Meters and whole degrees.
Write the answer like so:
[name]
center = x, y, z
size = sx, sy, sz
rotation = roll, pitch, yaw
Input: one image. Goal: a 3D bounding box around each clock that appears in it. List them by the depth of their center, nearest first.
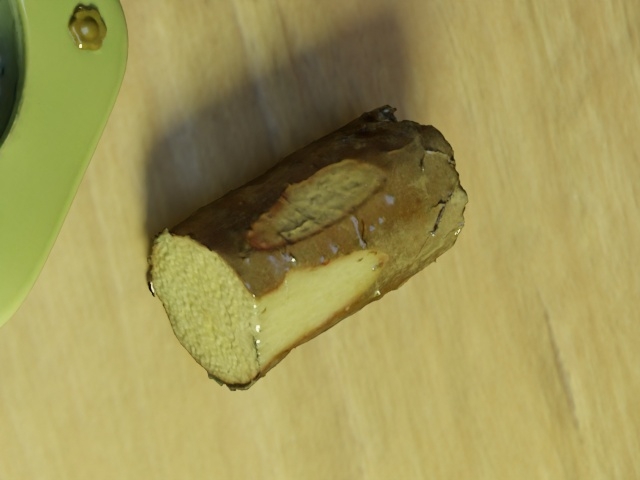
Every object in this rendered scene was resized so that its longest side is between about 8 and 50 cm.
[clock]
center = -0.302, -0.118, 1.122
size = 0.348, 0.117, 0.286
rotation = 36, 62, -30

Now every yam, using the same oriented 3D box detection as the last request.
[yam]
center = -0.001, -0.001, 1.351
size = 0.238, 0.129, 0.128
rotation = -31, 75, -28
